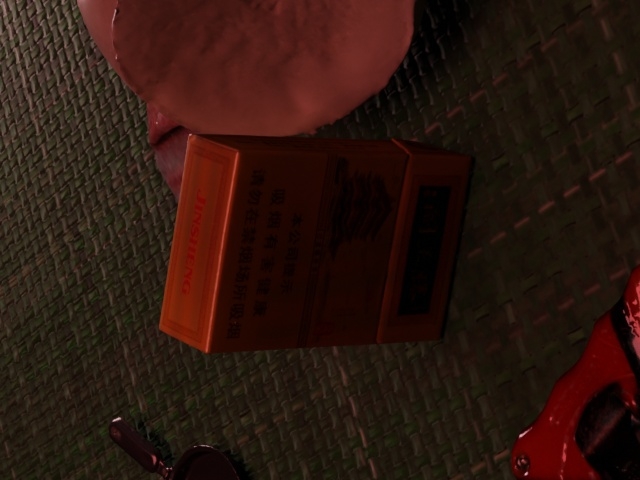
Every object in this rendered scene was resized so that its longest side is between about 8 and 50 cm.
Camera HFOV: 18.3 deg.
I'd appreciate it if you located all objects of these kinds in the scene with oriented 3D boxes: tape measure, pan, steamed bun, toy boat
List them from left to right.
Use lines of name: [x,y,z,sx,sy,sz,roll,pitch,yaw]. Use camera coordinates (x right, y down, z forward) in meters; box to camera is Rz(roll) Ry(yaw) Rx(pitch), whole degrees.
pan: [-0.143,0.252,2.061,0.235,0.028,0.136,38,117,37]
toy boat: [-0.086,-0.047,1.972,0.206,0.096,0.282,-30,81,51]
steamed bun: [-0.061,-0.253,1.757,0.324,0.324,0.206,-50,35,36]
tape measure: [0.280,0.165,1.528,0.260,0.114,0.253,54,128,33]

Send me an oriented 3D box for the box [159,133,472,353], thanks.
box: [0.000,0.000,1.715,0.076,0.274,0.174,23,107,46]
